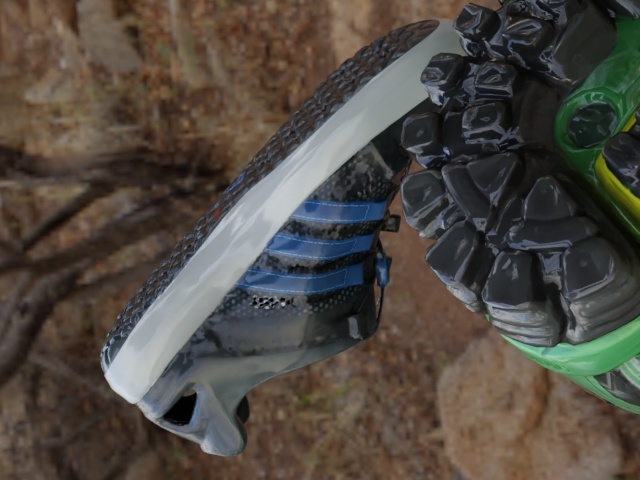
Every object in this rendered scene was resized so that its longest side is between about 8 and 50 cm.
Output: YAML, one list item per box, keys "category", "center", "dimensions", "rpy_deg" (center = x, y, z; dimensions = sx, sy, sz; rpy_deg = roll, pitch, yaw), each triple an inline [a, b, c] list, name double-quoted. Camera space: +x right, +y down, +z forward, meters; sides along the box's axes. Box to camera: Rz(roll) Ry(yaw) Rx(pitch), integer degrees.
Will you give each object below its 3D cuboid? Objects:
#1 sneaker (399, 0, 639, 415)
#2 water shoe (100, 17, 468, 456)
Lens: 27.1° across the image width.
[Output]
- category: "sneaker"
  center: [0.159, -0.099, 0.416]
  dimensions: [0.134, 0.343, 0.146]
  rpy_deg: [29, 170, 43]
- category: "water shoe"
  center: [0.000, 0.000, 0.538]
  dimensions: [0.203, 0.080, 0.073]
  rpy_deg: [-46, 14, 14]
